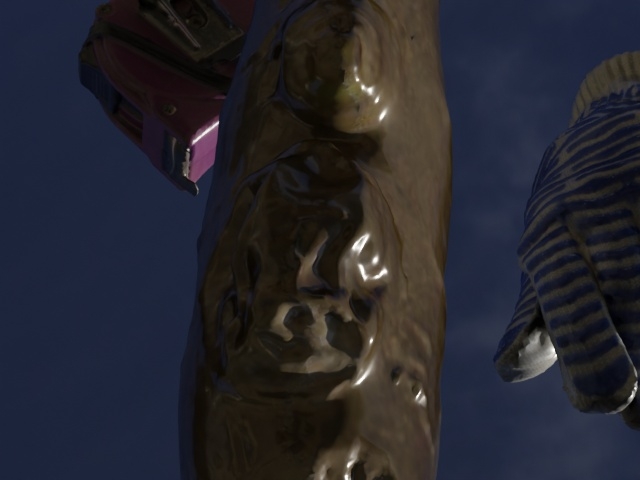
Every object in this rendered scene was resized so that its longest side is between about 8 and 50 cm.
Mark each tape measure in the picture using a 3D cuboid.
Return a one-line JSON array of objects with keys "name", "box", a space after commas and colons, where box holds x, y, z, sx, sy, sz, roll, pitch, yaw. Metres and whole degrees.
[{"name": "tape measure", "box": [-0.071, -0.102, 1.062, 0.125, 0.074, 0.118, 41, -118, 16]}]

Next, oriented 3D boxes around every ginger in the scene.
[{"name": "ginger", "box": [0.000, 0.002, 0.550, 0.080, 0.166, 0.333, 1, -114, -2]}]

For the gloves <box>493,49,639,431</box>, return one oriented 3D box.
[{"name": "gloves", "box": [0.135, -0.005, 0.818, 0.119, 0.097, 0.229, -31, -149, 30]}]
